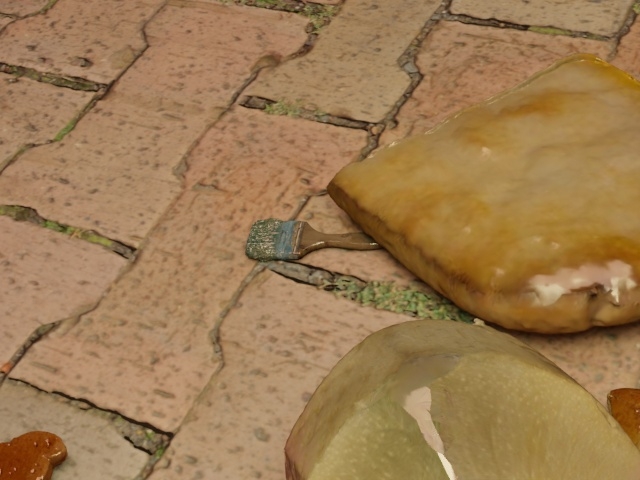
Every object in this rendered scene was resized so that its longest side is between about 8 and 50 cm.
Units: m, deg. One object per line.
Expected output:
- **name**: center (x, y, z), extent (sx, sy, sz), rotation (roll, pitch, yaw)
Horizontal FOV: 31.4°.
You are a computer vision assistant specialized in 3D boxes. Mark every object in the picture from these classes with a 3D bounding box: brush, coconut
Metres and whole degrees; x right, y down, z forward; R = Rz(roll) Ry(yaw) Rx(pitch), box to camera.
- **brush**: center (0.000, 0.000, 1.479), extent (0.196, 0.021, 0.070), rotation (0, 47, 12)
- **coconut**: center (0.132, 0.243, 1.003), extent (0.353, 0.352, 0.352), rotation (-7, 44, 6)

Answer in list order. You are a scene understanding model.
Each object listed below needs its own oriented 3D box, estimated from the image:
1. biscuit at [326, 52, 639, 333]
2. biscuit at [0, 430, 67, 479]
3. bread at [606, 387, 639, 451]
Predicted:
- **biscuit**: center (0.302, -0.056, 1.408), extent (0.429, 0.104, 0.446), rotation (-30, 44, -19)
- **biscuit**: center (-0.394, 0.310, 1.239), extent (0.280, 0.043, 0.183), rotation (-41, 47, -21)
- **bread**: center (0.374, 0.206, 1.163), extent (0.136, 0.054, 0.154), rotation (-5, 47, 3)
